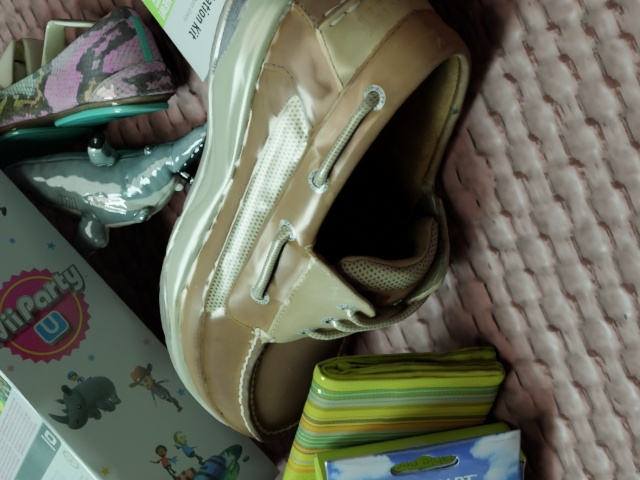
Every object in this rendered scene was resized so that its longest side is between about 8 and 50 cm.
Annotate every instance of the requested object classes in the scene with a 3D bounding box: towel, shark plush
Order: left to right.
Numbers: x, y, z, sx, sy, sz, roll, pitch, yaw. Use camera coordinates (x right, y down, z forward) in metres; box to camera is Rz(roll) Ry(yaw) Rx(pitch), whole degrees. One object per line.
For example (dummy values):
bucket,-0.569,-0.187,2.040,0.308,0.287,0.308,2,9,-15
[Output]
shark plush,-0.125,-0.038,0.995,0.161,0.073,0.067,-6,137,48
towel,0.023,0.137,0.919,0.237,0.102,0.021,108,157,-48

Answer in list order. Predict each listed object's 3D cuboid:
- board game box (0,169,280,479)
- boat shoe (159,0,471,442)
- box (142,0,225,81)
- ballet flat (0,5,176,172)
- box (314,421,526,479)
board game box,-0.185,0.094,1.079,0.303,0.097,0.224,46,154,2
boat shoe,0.000,0.000,0.829,0.116,0.123,0.324,39,142,27
box,-0.082,-0.199,0.864,0.186,0.038,0.145,53,145,11
ballet flat,-0.167,-0.097,1.028,0.221,0.077,0.079,-16,82,51
box,0.056,0.172,0.883,0.042,0.109,0.178,-110,13,-59
